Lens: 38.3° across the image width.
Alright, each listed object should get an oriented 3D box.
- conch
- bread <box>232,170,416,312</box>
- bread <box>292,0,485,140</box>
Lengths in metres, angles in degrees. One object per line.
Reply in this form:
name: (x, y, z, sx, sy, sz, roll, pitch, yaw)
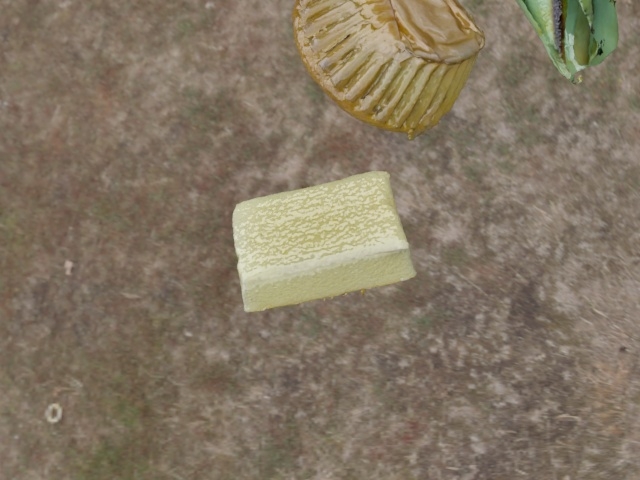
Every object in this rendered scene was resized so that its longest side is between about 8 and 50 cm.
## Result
conch: (0.301, -0.334, 1.142, 0.143, 0.137, 0.250, -30, 83, 31)
bread: (-0.001, 0.000, 1.005, 0.188, 0.068, 0.125, -13, 49, 4)
bread: (0.080, -0.247, 1.107, 0.139, 0.240, 0.240, -51, 52, 51)
